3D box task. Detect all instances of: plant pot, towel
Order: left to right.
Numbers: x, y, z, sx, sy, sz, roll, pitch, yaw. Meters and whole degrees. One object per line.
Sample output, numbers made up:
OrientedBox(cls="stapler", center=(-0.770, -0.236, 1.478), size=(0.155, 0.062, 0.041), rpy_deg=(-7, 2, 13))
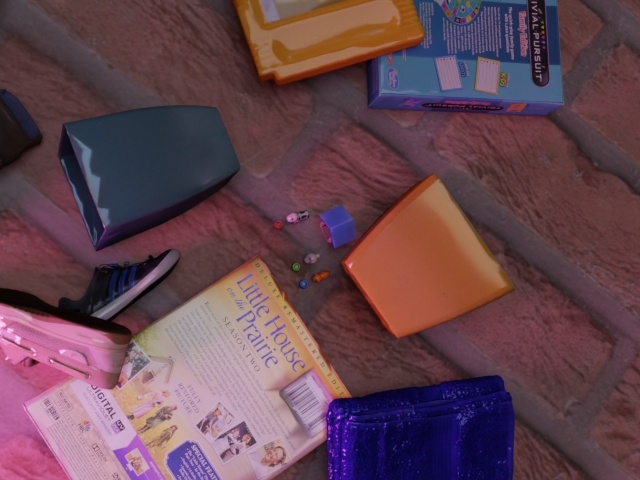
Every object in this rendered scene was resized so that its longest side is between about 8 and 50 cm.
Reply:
OrientedBox(cls="plant pot", center=(-0.257, -0.112, 1.311), size=(0.234, 0.165, 0.165), rpy_deg=(-21, 86, -22))
OrientedBox(cls="plant pot", center=(0.149, 0.040, 1.358), size=(0.187, 0.212, 0.212), rpy_deg=(-34, 90, -3))
OrientedBox(cls="towel", center=(0.163, 0.340, 1.336), size=(0.308, 0.076, 0.227), rpy_deg=(-4, 94, -20))

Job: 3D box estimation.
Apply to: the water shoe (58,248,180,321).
OrientedBox(cls="water shoe", center=(-0.310, 0.062, 1.312), size=(0.203, 0.073, 0.080), rpy_deg=(-39, 89, -16))

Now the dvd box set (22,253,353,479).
OrientedBox(cls="dvd box set", center=(-0.189, 0.259, 1.314), size=(0.420, 0.062, 0.307), rpy_deg=(-34, 89, -15))

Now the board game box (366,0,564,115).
OrientedBox(cls="board game box", center=(0.249, -0.355, 1.496), size=(0.336, 0.079, 0.253), rpy_deg=(1, 82, -12))

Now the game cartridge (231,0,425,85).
OrientedBox(cls="game cartridge", center=(-0.011, -0.438, 1.398), size=(0.285, 0.052, 0.323), rpy_deg=(-18, 84, -8))

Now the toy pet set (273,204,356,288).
OrientedBox(cls="toy pet set", center=(0.000, 0.000, 1.393), size=(0.114, 0.065, 0.122), rpy_deg=(-24, 87, -15))

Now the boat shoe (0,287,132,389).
OrientedBox(cls="boat shoe", center=(-0.426, 0.137, 1.238), size=(0.302, 0.109, 0.098), rpy_deg=(15, 94, 8))

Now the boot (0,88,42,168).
OrientedBox(cls="boot", center=(-0.530, -0.207, 1.318), size=(0.106, 0.082, 0.219), rpy_deg=(-34, 85, -37))
